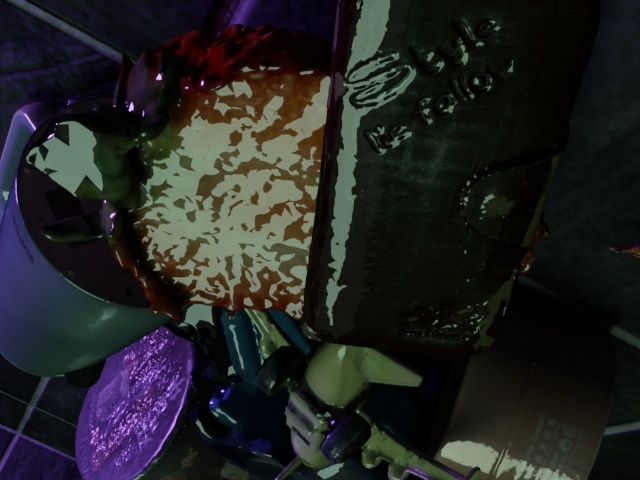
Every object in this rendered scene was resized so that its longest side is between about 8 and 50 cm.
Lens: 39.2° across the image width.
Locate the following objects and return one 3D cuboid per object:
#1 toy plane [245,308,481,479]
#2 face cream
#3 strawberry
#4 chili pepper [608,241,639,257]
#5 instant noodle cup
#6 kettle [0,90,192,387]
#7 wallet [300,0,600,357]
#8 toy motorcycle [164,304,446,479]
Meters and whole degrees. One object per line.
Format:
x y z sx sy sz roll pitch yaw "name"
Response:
0.007 0.119 0.665 0.229 0.092 0.244 41 145 19 "toy plane"
0.151 0.129 0.695 0.104 0.149 0.149 19 154 6 "face cream"
-0.017 -0.041 0.529 0.286 0.106 0.188 11 129 -10 "strawberry"
0.259 0.011 0.520 0.178 0.027 0.045 5 145 33 "chili pepper"
-0.144 0.222 1.066 0.217 0.217 0.207 -7 147 47 "instant noodle cup"
-0.192 -0.006 0.694 0.243 0.160 0.210 -38 79 51 "kettle"
0.058 -0.030 0.454 0.122 0.031 0.232 4 127 -4 "wallet"
0.011 0.141 0.849 0.232 0.172 0.416 -8 129 33 "toy motorcycle"
